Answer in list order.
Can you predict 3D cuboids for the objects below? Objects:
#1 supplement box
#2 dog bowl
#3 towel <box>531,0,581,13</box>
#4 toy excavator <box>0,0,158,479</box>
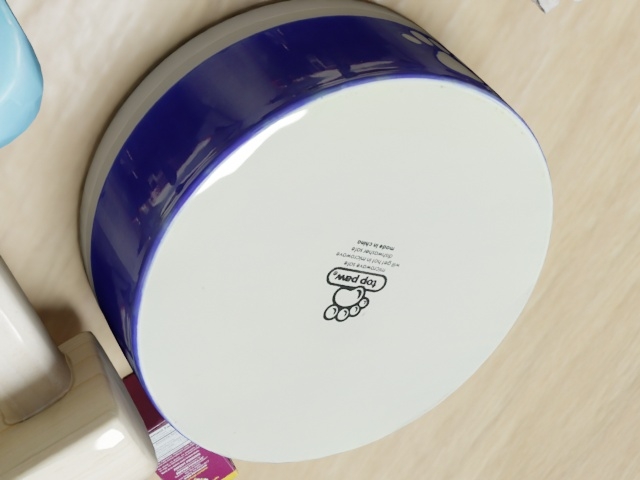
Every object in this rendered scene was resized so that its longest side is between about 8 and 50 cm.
[{"bbox_3d":[-0.096,0.126,0.717,0.043,0.055,0.083,-33,132,-5],"label":"supplement box"},{"bbox_3d":[0.000,0.000,0.646,0.265,0.104,0.265,-15,128,-20],"label":"dog bowl"},{"bbox_3d":[0.188,-0.251,0.561,0.282,0.049,0.187,-50,158,11],"label":"towel"},{"bbox_3d":[-0.202,-0.059,0.429,0.222,0.445,0.433,-30,90,-6],"label":"toy excavator"}]
